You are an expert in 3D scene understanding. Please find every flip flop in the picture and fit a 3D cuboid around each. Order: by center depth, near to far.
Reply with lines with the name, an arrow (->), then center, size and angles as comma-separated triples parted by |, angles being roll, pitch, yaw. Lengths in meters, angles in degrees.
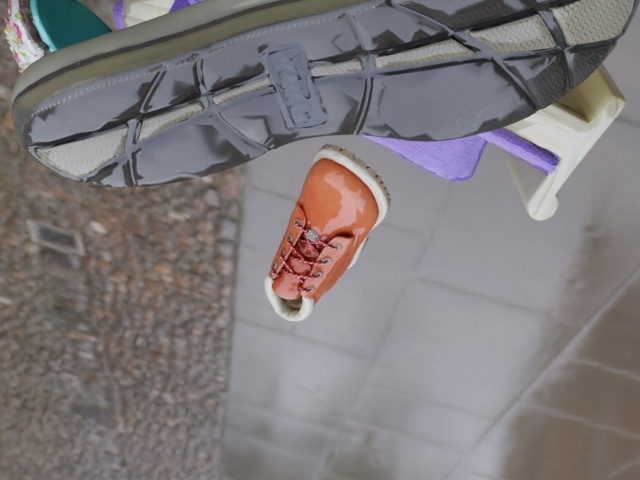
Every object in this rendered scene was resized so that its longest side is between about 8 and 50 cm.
flip flop -> 0.003, -0.091, 0.484 | 0.277, 0.080, 0.112 | -13, 148, 2

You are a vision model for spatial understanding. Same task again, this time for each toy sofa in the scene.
toy sofa -> 0.028, -0.138, 0.842 | 0.363, 0.150, 0.177 | 23, 119, -22

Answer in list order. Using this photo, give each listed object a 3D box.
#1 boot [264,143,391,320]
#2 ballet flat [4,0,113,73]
boot -> 0.000, 0.000, 0.767 | 0.059, 0.084, 0.158 | 32, 152, 12
ballet flat -> -0.149, -0.099, 0.769 | 0.077, 0.091, 0.241 | -20, 160, 21
